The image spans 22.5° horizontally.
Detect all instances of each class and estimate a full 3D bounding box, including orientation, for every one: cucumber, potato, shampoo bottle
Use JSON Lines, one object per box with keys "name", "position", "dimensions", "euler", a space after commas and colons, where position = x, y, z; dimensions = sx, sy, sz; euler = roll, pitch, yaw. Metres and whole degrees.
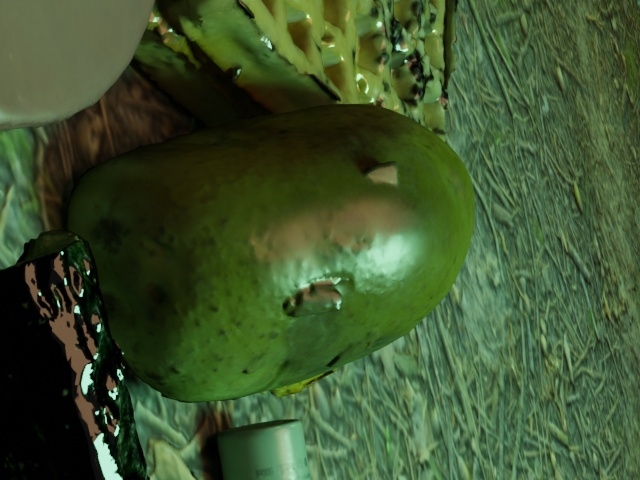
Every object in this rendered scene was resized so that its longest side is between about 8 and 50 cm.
{"name": "cucumber", "position": [-0.108, 0.148, 0.781], "dimensions": [0.081, 0.072, 0.303], "euler": [-40, 118, -66]}
{"name": "potato", "position": [0.000, 0.000, 0.922], "dimensions": [0.272, 0.111, 0.160], "euler": [-15, 93, -41]}
{"name": "shampoo bottle", "position": [-0.023, 0.210, 0.988], "dimensions": [0.056, 0.056, 0.195], "euler": [-1, 81, -68]}

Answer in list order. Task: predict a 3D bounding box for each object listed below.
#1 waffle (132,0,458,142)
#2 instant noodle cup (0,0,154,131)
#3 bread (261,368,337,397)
{"name": "waffle", "position": [-0.014, -0.170, 1.101], "dimensions": [0.376, 0.114, 0.261], "euler": [45, 40, -56]}
{"name": "instant noodle cup", "position": [-0.198, -0.130, 0.469], "dimensions": [0.243, 0.231, 0.243], "euler": [-10, 90, -68]}
{"name": "bread", "position": [-0.032, 0.029, 1.045], "dimensions": [0.187, 0.065, 0.103], "euler": [58, 25, -45]}
